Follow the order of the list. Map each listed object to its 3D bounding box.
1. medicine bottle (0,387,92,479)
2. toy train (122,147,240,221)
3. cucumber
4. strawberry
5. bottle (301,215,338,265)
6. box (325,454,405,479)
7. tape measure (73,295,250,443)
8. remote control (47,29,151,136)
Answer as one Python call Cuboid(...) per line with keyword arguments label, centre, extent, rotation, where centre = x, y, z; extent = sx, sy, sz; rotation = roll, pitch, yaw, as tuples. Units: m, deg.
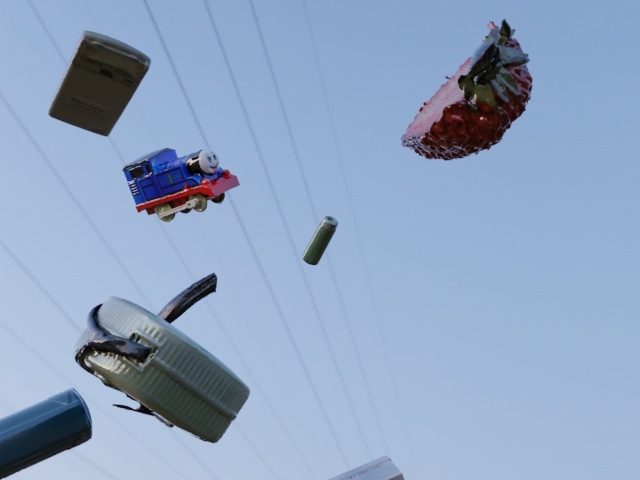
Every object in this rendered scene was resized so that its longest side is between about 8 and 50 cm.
Cuboid(label="medicine bottle", centre=(-0.425, 0.280, 1.329), extent=(0.258, 0.079, 0.124), rotation=(-22, 2, -32))
Cuboid(label="toy train", centre=(-0.259, -0.110, 1.776), extent=(0.204, 0.131, 0.082), rotation=(-13, 11, 37))
Cuboid(label="cucumber", centre=(-0.221, 0.099, 1.566), extent=(0.033, 0.134, 0.034), rotation=(26, -34, 56))
Cuboid(label="strawberry", centre=(0.215, -0.188, 1.356), extent=(0.106, 0.188, 0.286), rotation=(35, -24, -5))
Cuboid(label="bottle", centre=(0.000, 0.000, 1.549), extent=(0.030, 0.030, 0.083), rotation=(18, -61, -21))
Cuboid(label="box", centre=(0.078, 0.467, 1.785), extent=(0.155, 0.067, 0.243), rotation=(-20, -4, -5))
Cuboid(label="tape measure", centre=(-0.219, 0.156, 1.199), extent=(0.207, 0.115, 0.235), rotation=(39, -14, -31))
Cuboid(label="remote control", centre=(-0.378, -0.264, 1.644), extent=(0.123, 0.038, 0.285), rotation=(19, -26, -18))
